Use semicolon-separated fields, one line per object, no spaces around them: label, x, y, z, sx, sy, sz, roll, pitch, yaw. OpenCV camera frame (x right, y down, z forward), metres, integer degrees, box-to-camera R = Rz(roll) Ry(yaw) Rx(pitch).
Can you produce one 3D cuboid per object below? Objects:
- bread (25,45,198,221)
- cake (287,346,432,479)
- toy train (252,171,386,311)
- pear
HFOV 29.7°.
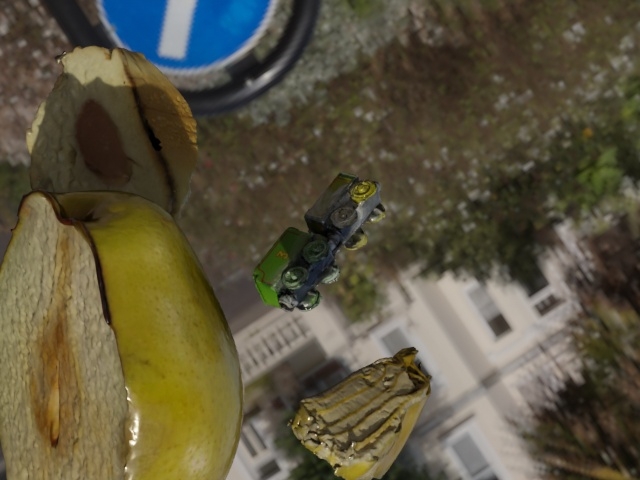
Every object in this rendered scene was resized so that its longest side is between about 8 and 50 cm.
bread;-0.275;-0.129;1.512;0.183;0.211;0.224;-24;-151;19
cake;0.051;0.139;0.985;0.116;0.079;0.185;-47;155;-2
toy train;0.000;0.000;1.405;0.202;0.081;0.060;-52;140;-29
pear;-0.193;0.137;1.221;0.191;0.340;0.387;-4;116;-36
